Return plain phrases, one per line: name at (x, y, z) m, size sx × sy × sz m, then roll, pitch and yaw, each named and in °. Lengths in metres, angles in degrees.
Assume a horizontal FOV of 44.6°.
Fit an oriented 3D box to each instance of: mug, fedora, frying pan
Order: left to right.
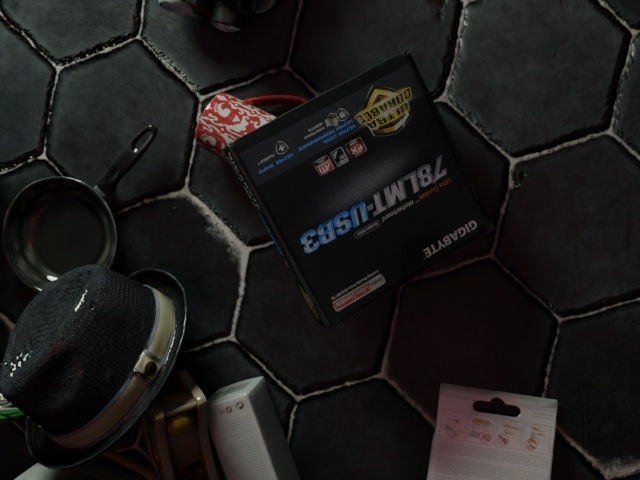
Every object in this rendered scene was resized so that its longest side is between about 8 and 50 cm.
frying pan at (-0.400, -0.066, 1.272) m, size 0.197 × 0.053 × 0.326 m, roll 22°, pitch 96°, yaw 6°
fedora at (-0.357, 0.155, 1.149) m, size 0.334 × 0.334 × 0.152 m, roll -36°, pitch 128°, yaw 10°
mug at (-0.088, -0.157, 1.206) m, size 0.169 × 0.150 × 0.113 m, roll 28°, pitch 135°, yaw 9°

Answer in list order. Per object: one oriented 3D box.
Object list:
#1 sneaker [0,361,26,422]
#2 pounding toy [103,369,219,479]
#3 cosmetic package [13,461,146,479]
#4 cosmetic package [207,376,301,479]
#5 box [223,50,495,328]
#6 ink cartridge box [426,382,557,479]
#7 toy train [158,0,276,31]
sneaker at (-0.601, 0.202, 1.284) m, size 0.344 × 0.134 × 0.146 m, roll 18°, pitch 92°, yaw 5°
pounding toy at (-0.244, 0.333, 1.178) m, size 0.155 × 0.154 × 0.269 m, roll -16°, pitch 136°, yaw -23°
cosmetic package at (-0.420, 0.562, 1.275) m, size 0.197 × 0.155 × 0.365 m, roll 16°, pitch 98°, yaw 8°
cosmetic package at (-0.100, 0.342, 1.229) m, size 0.086 × 0.117 × 0.231 m, roll -18°, pitch 91°, yaw 10°
box at (0.059, -0.072, 1.113) m, size 0.296 × 0.073 × 0.293 m, roll -29°, pitch 98°, yaw -12°
ink cartridge box at (0.264, 0.354, 1.219) m, size 0.189 × 0.066 × 0.232 m, roll 7°, pitch 75°, yaw 8°
toy train at (-0.144, -0.486, 1.164) m, size 0.190 × 0.142 × 0.333 m, roll 16°, pitch 99°, yaw 19°
